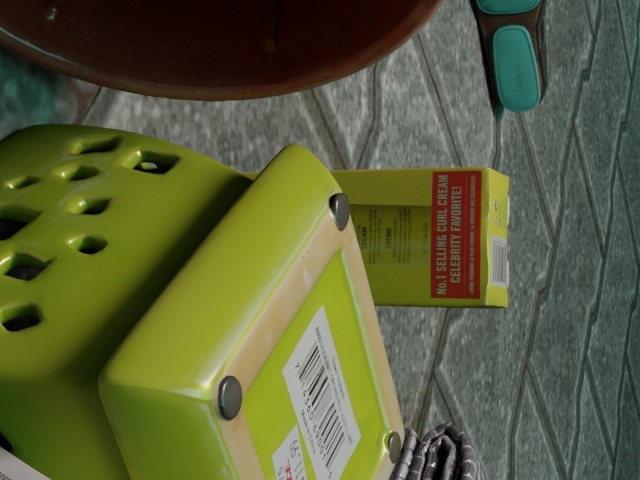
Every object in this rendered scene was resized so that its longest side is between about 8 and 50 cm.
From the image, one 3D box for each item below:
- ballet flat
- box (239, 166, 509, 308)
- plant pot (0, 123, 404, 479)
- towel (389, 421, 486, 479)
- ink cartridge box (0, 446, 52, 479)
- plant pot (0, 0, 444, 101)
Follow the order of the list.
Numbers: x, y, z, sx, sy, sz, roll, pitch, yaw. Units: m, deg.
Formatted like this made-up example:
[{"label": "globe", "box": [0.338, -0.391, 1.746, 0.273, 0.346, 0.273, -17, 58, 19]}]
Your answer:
[{"label": "ballet flat", "box": [0.238, -0.294, 1.453, 0.096, 0.095, 0.280, -78, 165, -47]}, {"label": "box", "box": [0.000, 0.000, 0.733, 0.058, 0.232, 0.087, 10, 82, -68]}, {"label": "plant pot", "box": [-0.087, 0.082, 0.574, 0.227, 0.207, 0.228, -56, 138, -51]}, {"label": "towel", "box": [0.102, 0.349, 1.092, 0.284, 0.121, 0.235, -68, 147, -40]}, {"label": "ink cartridge box", "box": [-0.182, 0.195, 0.378, 0.237, 0.100, 0.172, -21, 113, -36]}, {"label": "plant pot", "box": [-0.062, -0.257, 0.596, 0.272, 0.272, 0.265, 50, 38, -55]}]
